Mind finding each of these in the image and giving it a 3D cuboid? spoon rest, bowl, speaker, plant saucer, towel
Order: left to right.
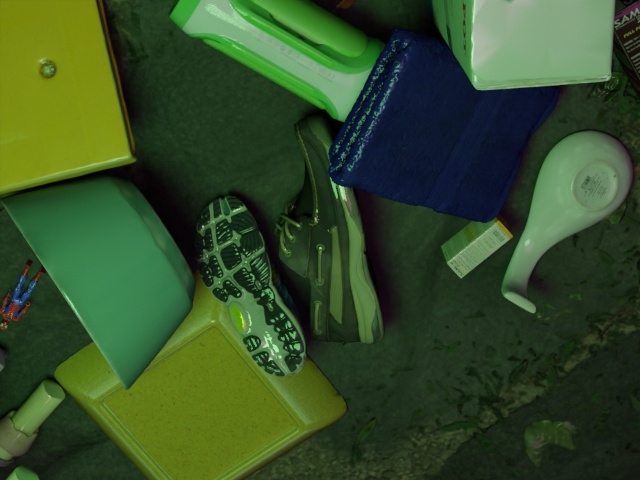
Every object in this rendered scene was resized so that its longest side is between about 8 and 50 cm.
[{"bbox_3d":[-0.283,0.033,1.784,0.163,0.311,0.311,-32,112,-10],"label":"bowl"},{"bbox_3d":[-0.180,0.245,1.970,0.333,0.081,0.333,-34,110,12],"label":"plant saucer"},{"bbox_3d":[-0.046,-0.269,1.736,0.296,0.131,0.131,29,108,-13],"label":"speaker"},{"bbox_3d":[0.163,-0.152,1.759,0.308,0.076,0.227,12,111,-41],"label":"towel"},{"bbox_3d":[0.347,-0.032,1.891,0.137,0.084,0.276,31,95,-16],"label":"spoon rest"}]

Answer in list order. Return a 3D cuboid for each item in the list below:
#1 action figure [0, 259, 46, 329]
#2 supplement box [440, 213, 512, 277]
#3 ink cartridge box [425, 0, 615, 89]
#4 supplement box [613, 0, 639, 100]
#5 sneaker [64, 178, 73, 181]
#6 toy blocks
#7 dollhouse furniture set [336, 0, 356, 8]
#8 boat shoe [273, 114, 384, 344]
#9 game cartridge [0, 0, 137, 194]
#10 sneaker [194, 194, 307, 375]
[{"bbox_3d":[-0.443,0.084,1.919,0.038,0.030,0.115,25,111,-18],"label":"action figure"},{"bbox_3d":[0.226,0.002,1.897,0.098,0.062,0.036,-40,110,14],"label":"supplement box"},{"bbox_3d":[0.227,-0.370,1.561,0.166,0.395,0.285,-4,113,-2],"label":"ink cartridge box"},{"bbox_3d":[0.456,-0.234,1.773,0.073,0.130,0.239,-31,112,10],"label":"supplement box"},{"bbox_3d":[-0.395,-0.174,1.802,0.209,0.069,0.082,39,62,-4],"label":"sneaker"},{"bbox_3d":[-0.571,0.288,1.863,0.309,0.288,0.260,37,110,-17],"label":"toy blocks"},{"bbox_3d":[0.021,-0.416,1.533,0.201,0.374,0.152,24,80,-14],"label":"dollhouse furniture set"},{"bbox_3d":[0.000,0.000,1.849,0.130,0.132,0.355,-12,111,2],"label":"boat shoe"},{"bbox_3d":[-0.429,-0.204,1.730,0.324,0.053,0.285,-13,87,5],"label":"game cartridge"},{"bbox_3d":[-0.097,0.067,1.885,0.107,0.110,0.275,-23,92,13],"label":"sneaker"}]
